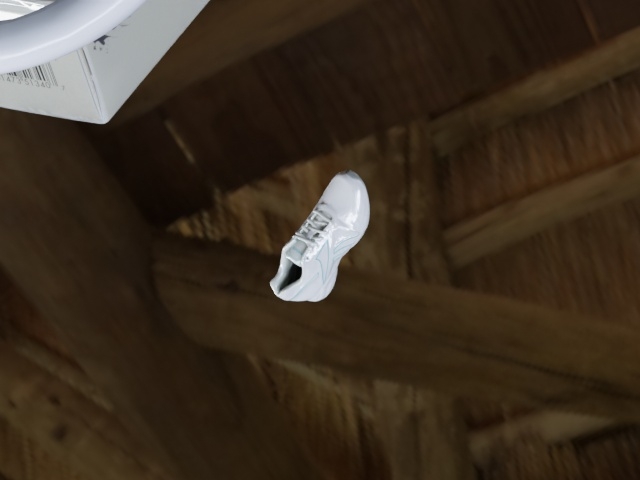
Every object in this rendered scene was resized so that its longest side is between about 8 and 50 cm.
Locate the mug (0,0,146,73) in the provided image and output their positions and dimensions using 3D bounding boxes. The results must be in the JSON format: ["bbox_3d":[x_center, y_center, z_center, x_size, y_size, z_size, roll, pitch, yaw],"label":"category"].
[{"bbox_3d":[-0.199,-0.237,0.583,0.328,0.374,0.276,-40,-163,0],"label":"mug"}]

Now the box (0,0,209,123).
[{"bbox_3d":[-0.127,-0.200,0.955,0.113,0.094,0.275,10,-133,24],"label":"box"}]

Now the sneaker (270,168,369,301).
[{"bbox_3d":[0.000,0.000,1.409,0.061,0.152,0.054,-6,-142,-48],"label":"sneaker"}]
